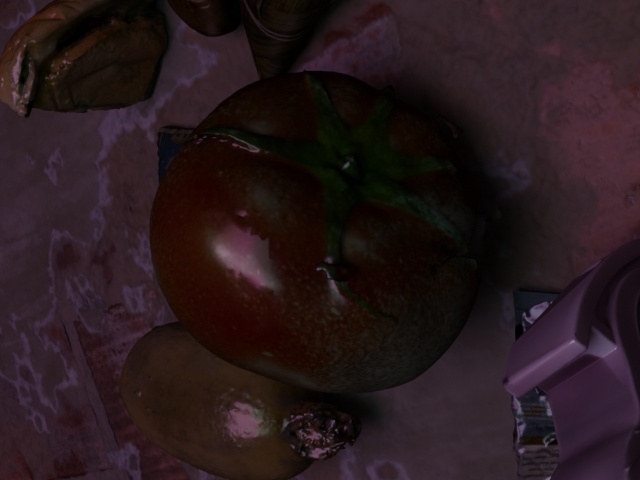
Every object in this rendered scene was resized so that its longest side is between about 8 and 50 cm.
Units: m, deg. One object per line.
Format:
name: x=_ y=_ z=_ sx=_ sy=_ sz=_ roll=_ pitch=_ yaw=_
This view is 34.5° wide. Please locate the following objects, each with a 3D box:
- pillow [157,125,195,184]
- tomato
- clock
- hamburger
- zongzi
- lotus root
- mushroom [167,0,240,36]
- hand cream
pillow: x=-0.102 y=-0.040 z=1.213 sx=0.256 sy=0.034 sz=0.188 roll=6 pitch=108 yaw=39
tomato: x=0.000 y=0.000 z=0.958 sx=0.303 sy=0.304 sz=0.239 roll=50 pitch=145 yaw=19
clock: x=0.264 y=0.149 z=0.768 sx=0.275 sy=0.290 sz=0.080 roll=52 pitch=129 yaw=9
hamburger: x=-0.295 y=-0.233 z=1.208 sx=0.135 sy=0.208 sz=0.155 roll=38 pitch=129 yaw=24
zongzi: x=-0.066 y=-0.278 z=1.090 sx=0.187 sy=0.084 sz=0.184 roll=66 pitch=152 yaw=19
lotus root: x=-0.100 y=0.192 z=1.193 sx=0.343 sy=0.152 sz=0.169 roll=12 pitch=110 yaw=42
mushroom: x=-0.139 y=-0.300 z=1.122 sx=0.135 sy=0.080 sz=0.170 roll=87 pitch=171 yaw=-60
hand cream: x=0.218 y=0.169 z=0.982 sx=0.075 sy=0.052 sz=0.247 roll=2 pitch=99 yaw=18
